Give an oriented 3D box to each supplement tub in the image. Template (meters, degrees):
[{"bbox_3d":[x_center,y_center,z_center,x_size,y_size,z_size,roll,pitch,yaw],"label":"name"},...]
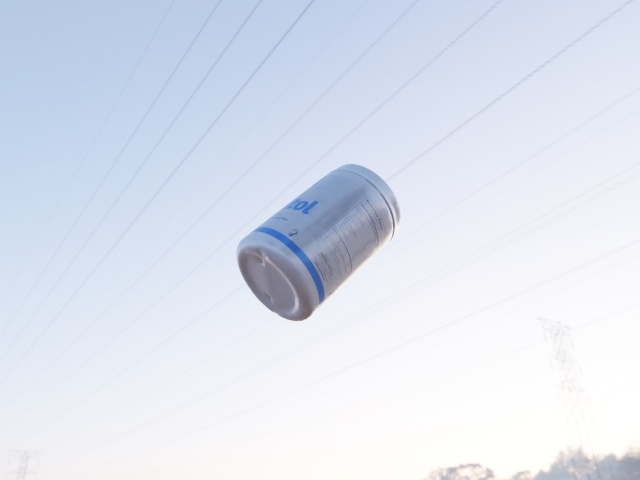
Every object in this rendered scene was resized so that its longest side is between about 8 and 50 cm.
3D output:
[{"bbox_3d":[0.000,0.000,0.392,0.071,0.107,0.071,31,-37,26],"label":"supplement tub"}]
